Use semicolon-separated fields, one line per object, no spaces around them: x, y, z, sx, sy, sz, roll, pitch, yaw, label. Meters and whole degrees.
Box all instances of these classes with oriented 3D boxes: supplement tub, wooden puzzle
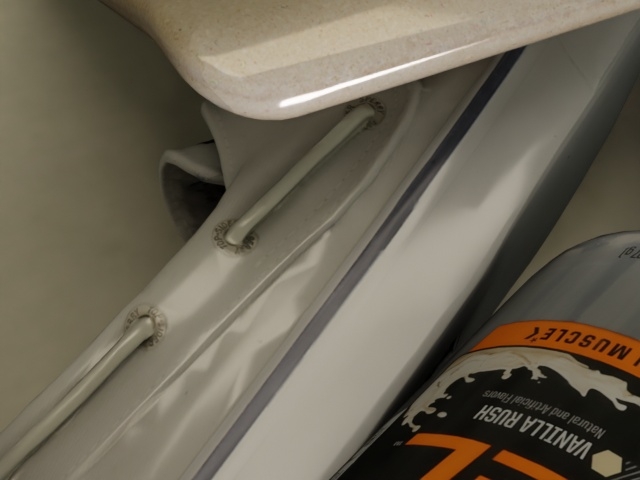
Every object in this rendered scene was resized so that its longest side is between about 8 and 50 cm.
0.038;0.093;0.377;0.117;0.117;0.190;36;54;17;supplement tub
0.036;-0.110;0.500;0.221;0.044;0.239;-19;25;-13;wooden puzzle

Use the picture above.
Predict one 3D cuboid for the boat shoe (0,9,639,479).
0.000;0.000;0.477;0.088;0.096;0.267;33;72;11;boat shoe
